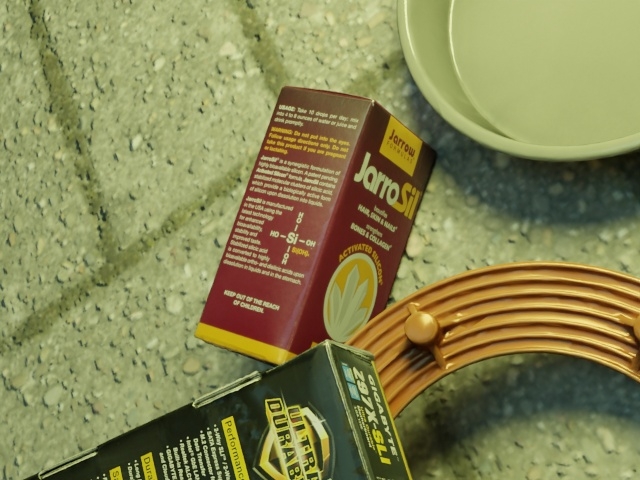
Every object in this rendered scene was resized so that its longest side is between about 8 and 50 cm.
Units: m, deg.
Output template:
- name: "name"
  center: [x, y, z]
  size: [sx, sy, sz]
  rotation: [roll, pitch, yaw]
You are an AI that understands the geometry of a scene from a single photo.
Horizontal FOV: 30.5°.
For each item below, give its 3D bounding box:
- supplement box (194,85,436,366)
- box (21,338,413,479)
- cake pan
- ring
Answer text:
- name: "supplement box"
  center: [0.000, 0.000, 0.821]
  size: [0.080, 0.104, 0.188]
  rotation: [14, 81, 35]
- name: "box"
  center: [-0.045, 0.252, 0.651]
  size: [0.257, 0.079, 0.322]
  rotation: [-26, 65, 17]
- name: "cake pan"
  center: [0.192, -0.183, 0.794]
  size: [0.293, 0.054, 0.293]
  rotation: [-12, 67, 29]
- name: "ring"
  center: [0.121, 0.168, 0.678]
  size: [0.336, 0.032, 0.337]
  rotation: [-6, 69, 15]
